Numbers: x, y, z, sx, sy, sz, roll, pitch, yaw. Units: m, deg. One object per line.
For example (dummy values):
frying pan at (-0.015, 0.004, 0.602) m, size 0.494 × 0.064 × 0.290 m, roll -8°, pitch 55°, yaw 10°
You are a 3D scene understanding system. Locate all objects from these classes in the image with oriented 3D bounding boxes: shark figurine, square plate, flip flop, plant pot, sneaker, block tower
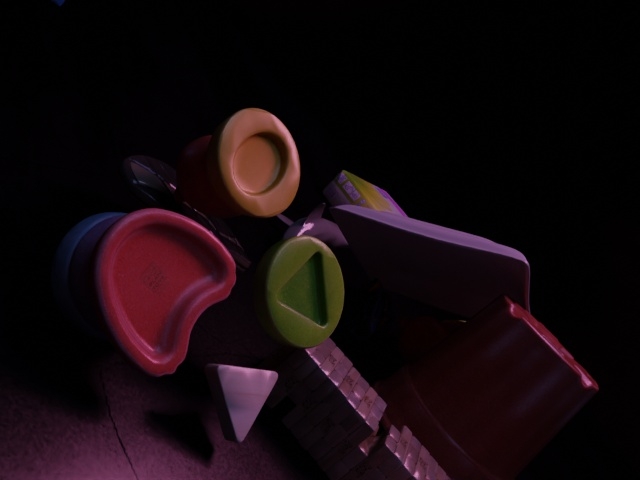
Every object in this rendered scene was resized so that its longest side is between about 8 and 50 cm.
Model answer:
shark figurine at (-0.021, -0.009, 1.135) m, size 0.166 × 0.116 × 0.278 m, roll 37°, pitch 28°, yaw 1°
square plate at (0.216, 0.049, 1.144) m, size 0.344 × 0.049 × 0.347 m, roll 18°, pitch -19°, yaw 27°
flip flop at (-0.185, -0.016, 0.856) m, size 0.112 × 0.080 × 0.277 m, roll 60°, pitch 5°, yaw 28°
plant pot at (0.269, 0.243, 1.007) m, size 0.272 × 0.265 × 0.272 m, roll 42°, pitch 11°, yaw -10°
sneaker at (0.105, 0.140, 1.208) m, size 0.087 × 0.083 × 0.221 m, roll 52°, pitch 19°, yaw -4°
block tower at (0.057, 0.262, 0.798) m, size 0.335 × 0.097 × 0.091 m, roll 48°, pitch 17°, yaw 5°

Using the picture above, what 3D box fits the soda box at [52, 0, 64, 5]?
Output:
soda box at (-0.528, -0.506, 1.091) m, size 0.210 × 0.067 × 0.071 m, roll 28°, pitch 26°, yaw -47°

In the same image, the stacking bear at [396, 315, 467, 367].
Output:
stacking bear at (0.260, 0.233, 1.265) m, size 0.289 × 0.164 × 0.175 m, roll 26°, pitch 27°, yaw -41°

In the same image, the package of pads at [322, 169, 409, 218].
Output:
package of pads at (0.155, -0.055, 1.715) m, size 0.229 × 0.101 × 0.296 m, roll 54°, pitch 19°, yaw 23°

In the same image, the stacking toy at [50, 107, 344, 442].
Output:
stacking toy at (-0.124, 0.038, 0.704) m, size 0.309 × 0.130 × 0.279 m, roll -48°, pitch 121°, yaw -38°
